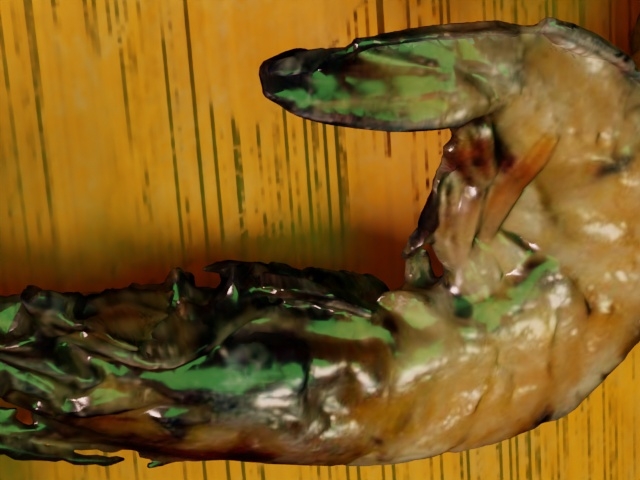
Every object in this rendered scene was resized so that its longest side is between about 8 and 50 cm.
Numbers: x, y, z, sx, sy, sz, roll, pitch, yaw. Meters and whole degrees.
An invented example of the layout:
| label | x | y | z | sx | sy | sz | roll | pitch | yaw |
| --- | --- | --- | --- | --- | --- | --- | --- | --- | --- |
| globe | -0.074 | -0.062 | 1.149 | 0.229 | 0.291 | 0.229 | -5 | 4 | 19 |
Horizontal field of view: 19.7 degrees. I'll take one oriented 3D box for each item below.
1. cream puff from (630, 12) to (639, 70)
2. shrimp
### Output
| label | x | y | z | sx | sy | sz | roll | pitch | yaw |
| --- | --- | --- | --- | --- | --- | --- | --- | --- | --- |
| cream puff | 0.204 | -0.077 | 0.876 | 0.121 | 0.156 | 0.156 | 17 | 98 | 10 |
| shrimp | 0.000 | 0.000 | 0.773 | 0.365 | 0.071 | 0.233 | 3 | 122 | -25 |
